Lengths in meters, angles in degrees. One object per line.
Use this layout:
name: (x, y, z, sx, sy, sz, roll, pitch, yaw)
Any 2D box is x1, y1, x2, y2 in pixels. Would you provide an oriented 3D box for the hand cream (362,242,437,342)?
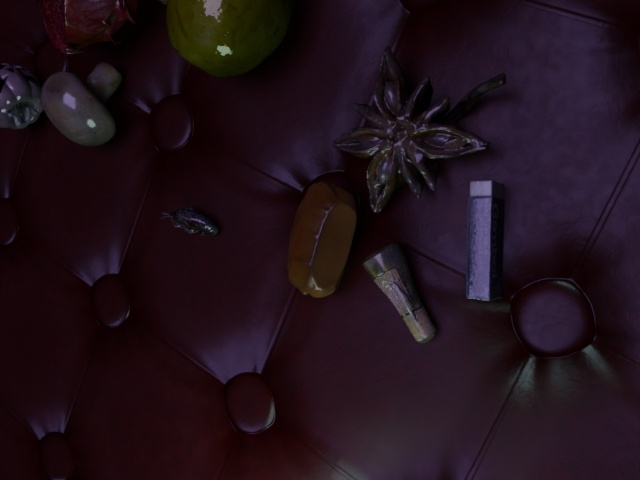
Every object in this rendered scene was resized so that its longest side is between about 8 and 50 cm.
hand cream: (0.162, 0.108, 1.231, 0.084, 0.084, 0.203, -31, 82, 25)

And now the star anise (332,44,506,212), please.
star anise: (0.177, -0.209, 1.203, 0.292, 0.109, 0.350, 36, 117, 17)

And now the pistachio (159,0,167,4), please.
pistachio: (-0.374, -0.645, 1.507, 0.126, 0.108, 0.186, -29, 67, 0)

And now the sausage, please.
sausage: (0.001, 0.000, 1.290, 0.136, 0.120, 0.241, 22, 100, 61)

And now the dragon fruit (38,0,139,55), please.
dragon fruit: (-0.555, -0.643, 1.512, 0.371, 0.248, 0.387, 5, 103, 60)

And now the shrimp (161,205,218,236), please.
shrimp: (-0.317, -0.049, 1.502, 0.165, 0.065, 0.057, 17, 66, 33)

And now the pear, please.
pear: (-0.186, -0.497, 1.325, 0.253, 0.253, 0.307, 36, 91, 24)

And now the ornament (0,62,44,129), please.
ornament: (-0.853, -0.391, 1.734, 0.177, 0.177, 0.178, 0, 90, 29)

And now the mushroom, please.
mushroom: (-0.605, -0.347, 1.607, 0.206, 0.209, 0.206, 11, 133, 12)

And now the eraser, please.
eraser: (0.301, 0.001, 1.142, 0.046, 0.091, 0.213, 1, 89, 30)
